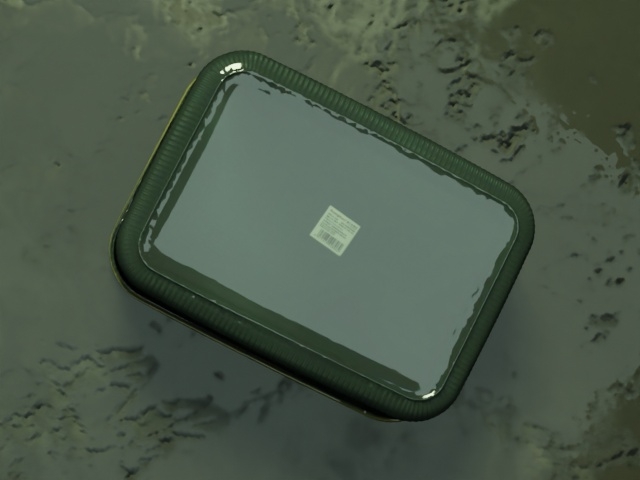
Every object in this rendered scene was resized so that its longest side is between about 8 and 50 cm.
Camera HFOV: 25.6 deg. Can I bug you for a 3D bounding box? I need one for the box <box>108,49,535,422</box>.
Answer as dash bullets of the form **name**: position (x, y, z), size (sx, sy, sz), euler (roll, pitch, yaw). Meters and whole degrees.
- **box**: position (0.000, 0.000, 0.734), size (0.201, 0.090, 0.144), euler (28, 85, -5)
